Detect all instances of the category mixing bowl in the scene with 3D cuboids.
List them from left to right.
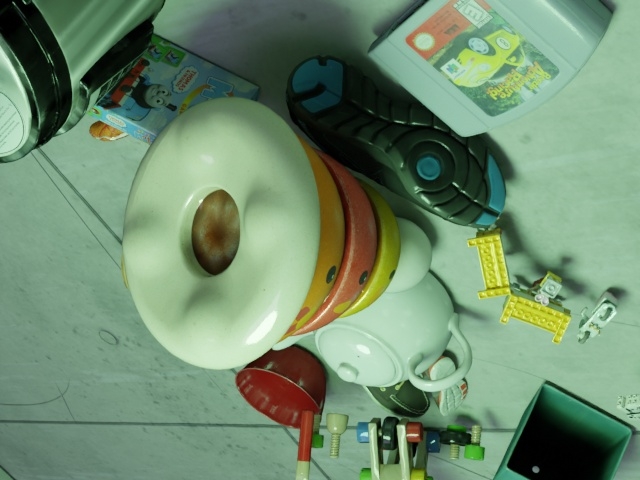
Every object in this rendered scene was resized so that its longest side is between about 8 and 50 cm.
[{"bbox_3d":[-0.058,0.262,2.332,0.181,0.098,0.181,21,144,16],"label":"mixing bowl"}]

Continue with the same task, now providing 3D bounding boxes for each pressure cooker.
[{"bbox_3d":[-0.440,-0.306,1.613,0.375,0.420,0.370,17,142,20],"label":"pressure cooker"}]

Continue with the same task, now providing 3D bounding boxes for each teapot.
[{"bbox_3d":[0.086,0.149,1.994,0.252,0.187,0.256,38,145,-11],"label":"teapot"}]

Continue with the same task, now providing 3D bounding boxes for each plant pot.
[{"bbox_3d":[0.383,0.381,2.093,0.165,0.166,0.234,28,154,5],"label":"plant pot"}]

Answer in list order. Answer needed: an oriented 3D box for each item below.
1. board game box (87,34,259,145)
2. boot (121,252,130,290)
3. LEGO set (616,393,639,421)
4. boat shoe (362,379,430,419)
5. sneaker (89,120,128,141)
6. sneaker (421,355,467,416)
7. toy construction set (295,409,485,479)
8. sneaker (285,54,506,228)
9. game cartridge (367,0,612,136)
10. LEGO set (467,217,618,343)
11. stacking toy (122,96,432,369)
[{"bbox_3d":[-0.218,-0.206,1.800,0.211,0.160,0.039,27,147,6],"label":"board game box"},{"bbox_3d":[-0.232,0.092,2.265,0.211,0.104,0.295,11,147,19],"label":"boot"},{"bbox_3d":[0.521,0.197,1.799,0.093,0.087,0.227,32,150,-29],"label":"LEGO set"},{"bbox_3d":[0.110,0.230,2.172,0.228,0.081,0.068,41,149,-10],"label":"boat shoe"},{"bbox_3d":[-0.308,-0.201,1.984,0.175,0.064,0.067,-11,108,39],"label":"sneaker"},{"bbox_3d":[0.208,0.239,2.149,0.065,0.061,0.158,40,157,41],"label":"sneaker"},{"bbox_3d":[0.103,0.436,2.205,0.309,0.237,0.257,8,167,-9],"label":"toy construction set"},{"bbox_3d":[0.103,-0.132,1.711,0.341,0.125,0.139,35,167,-1],"label":"sneaker"},{"bbox_3d":[0.207,-0.240,1.522,0.196,0.060,0.294,36,146,-13],"label":"game cartridge"},{"bbox_3d":[0.291,0.040,1.806,0.287,0.107,0.132,42,111,-7],"label":"LEGO set"},{"bbox_3d":[0.000,0.000,1.736,0.350,0.350,0.480,-6,173,43],"label":"stacking toy"}]
